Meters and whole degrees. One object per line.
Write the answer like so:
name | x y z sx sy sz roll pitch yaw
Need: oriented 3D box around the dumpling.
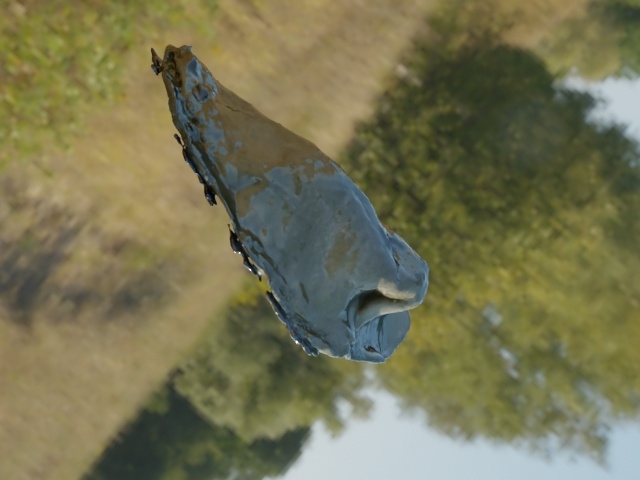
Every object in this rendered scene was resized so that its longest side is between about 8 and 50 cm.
dumpling | 0.002 -0.004 1.100 0.086 0.332 0.166 -32 -141 15
